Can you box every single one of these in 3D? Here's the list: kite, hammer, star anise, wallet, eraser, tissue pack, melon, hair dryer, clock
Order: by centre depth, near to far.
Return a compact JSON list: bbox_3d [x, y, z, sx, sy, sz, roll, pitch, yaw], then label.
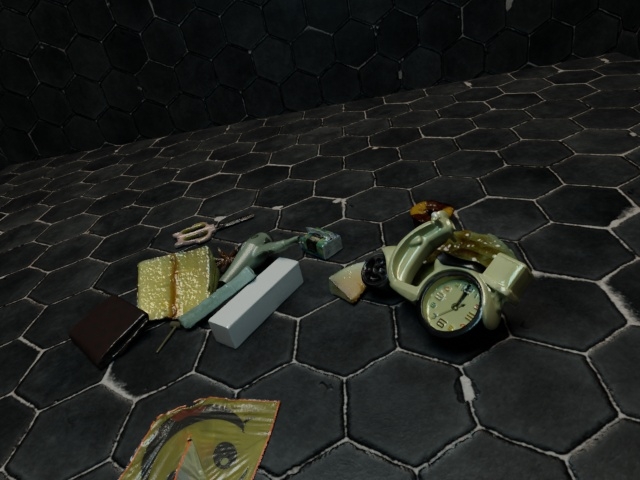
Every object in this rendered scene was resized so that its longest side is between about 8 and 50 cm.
[{"bbox_3d":[-0.233,0.432,0.915,0.378,0.013,0.327,-23,32,-20],"label":"kite"},{"bbox_3d":[0.283,0.079,1.118,0.276,0.120,0.379,-51,43,2],"label":"clock"},{"bbox_3d":[-0.415,0.264,1.265,0.036,0.019,0.110,1,38,22],"label":"hammer"},{"bbox_3d":[-0.168,0.163,1.275,0.076,0.078,0.298,12,39,35],"label":"eraser"},{"bbox_3d":[0.115,0.101,1.298,0.098,0.054,0.182,26,48,39],"label":"melon"},{"bbox_3d":[-0.600,0.247,1.315,0.229,0.049,0.182,16,56,41],"label":"wallet"},{"bbox_3d":[-0.192,0.062,1.366,0.229,0.092,0.267,-45,20,-20],"label":"hair dryer"},{"bbox_3d":[-0.001,-0.001,1.480,0.085,0.079,0.111,-33,36,-32],"label":"tissue pack"},{"bbox_3d":[-0.303,0.070,1.511,0.141,0.042,0.141,-3,33,2],"label":"star anise"}]

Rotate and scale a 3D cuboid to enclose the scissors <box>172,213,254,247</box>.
[{"bbox_3d":[-0.403,-0.050,1.768,0.318,0.024,0.160,-20,31,-12],"label":"scissors"}]

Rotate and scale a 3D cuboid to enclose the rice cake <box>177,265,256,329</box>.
[{"bbox_3d":[-0.285,0.159,1.286,0.245,0.045,0.042,-37,0,-3],"label":"rice cake"}]

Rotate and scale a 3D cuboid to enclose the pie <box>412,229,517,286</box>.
[{"bbox_3d":[0.375,0.065,1.240,0.307,0.071,0.306,-10,29,6],"label":"pie"}]

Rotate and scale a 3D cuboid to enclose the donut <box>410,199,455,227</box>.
[{"bbox_3d":[0.359,-0.077,1.488,0.141,0.059,0.140,-9,31,6],"label":"donut"}]

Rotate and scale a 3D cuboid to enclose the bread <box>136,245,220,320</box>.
[{"bbox_3d":[-0.427,0.134,1.362,0.240,0.135,0.178,-12,31,3],"label":"bread"}]
